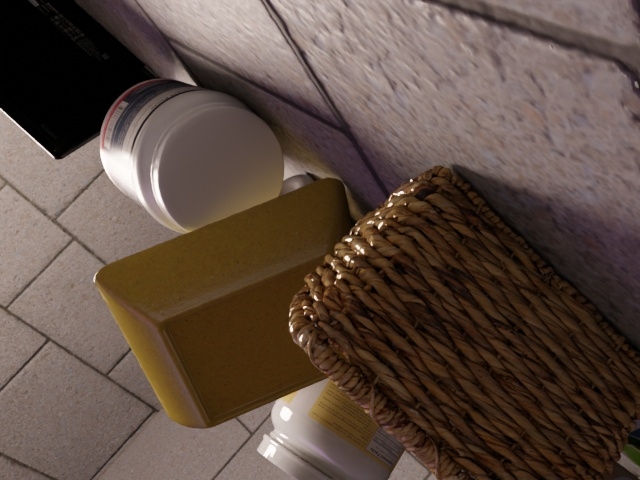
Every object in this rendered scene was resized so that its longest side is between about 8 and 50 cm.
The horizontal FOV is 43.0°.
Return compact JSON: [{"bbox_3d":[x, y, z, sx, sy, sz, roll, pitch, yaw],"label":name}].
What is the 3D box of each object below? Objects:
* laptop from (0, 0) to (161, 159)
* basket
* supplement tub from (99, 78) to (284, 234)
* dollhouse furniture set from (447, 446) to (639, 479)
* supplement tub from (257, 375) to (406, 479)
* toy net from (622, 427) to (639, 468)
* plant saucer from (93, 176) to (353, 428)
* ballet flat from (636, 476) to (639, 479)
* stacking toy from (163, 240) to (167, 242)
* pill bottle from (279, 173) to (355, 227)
[{"bbox_3d":[-0.470,-0.297,1.435,0.382,0.408,0.236,41,138,4],"label":"laptop"},{"bbox_3d":[0.107,0.125,0.745,0.299,0.223,0.213,43,153,-7],"label":"basket"},{"bbox_3d":[-0.181,-0.116,1.114,0.191,0.191,0.272,47,171,-31],"label":"supplement tub"},{"bbox_3d":[0.205,0.320,0.870,0.173,0.303,0.355,35,178,34],"label":"dollhouse furniture set"},{"bbox_3d":[0.062,0.286,1.445,0.241,0.331,0.241,32,168,8],"label":"supplement tub"},{"bbox_3d":[0.291,0.159,0.837,0.232,0.045,0.122,41,172,11],"label":"toy net"},{"bbox_3d":[-0.083,0.114,1.083,0.081,0.332,0.333,-121,12,-46],"label":"plant saucer"},{"bbox_3d":[0.443,0.372,1.018,0.139,0.139,0.400,42,176,4],"label":"ballet flat"},{"bbox_3d":[-0.104,0.087,1.336,0.309,0.279,0.130,43,-145,-45],"label":"stacking toy"},{"bbox_3d":[0.000,0.000,1.168,0.184,0.103,0.103,48,170,-28],"label":"pill bottle"}]
